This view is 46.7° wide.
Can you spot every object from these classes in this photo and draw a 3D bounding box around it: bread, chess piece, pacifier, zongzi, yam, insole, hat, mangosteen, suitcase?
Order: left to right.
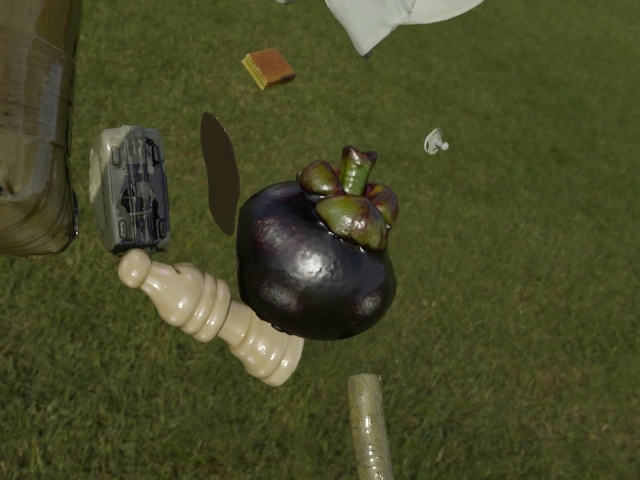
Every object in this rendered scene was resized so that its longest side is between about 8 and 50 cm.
[{"bbox_3d":[-0.513,-0.218,0.875,0.467,0.218,0.499,-3,75,8],"label":"zongzi"},{"bbox_3d":[-0.518,-0.125,1.973,0.194,0.351,0.339,-5,6,-22],"label":"suitcase"},{"bbox_3d":[-0.179,0.109,1.170,0.307,0.124,0.138,31,58,-24],"label":"chess piece"},{"bbox_3d":[-0.176,-0.104,1.306,0.007,0.327,0.111,-32,67,-23],"label":"insole"},{"bbox_3d":[-0.116,-0.391,1.690,0.094,0.035,0.090,-26,78,-39],"label":"bread"},{"bbox_3d":[-0.005,0.002,1.077,0.233,0.287,0.287,2,31,9],"label":"mangosteen"},{"bbox_3d":[0.110,0.457,1.503,0.083,0.083,0.371,1,73,-30],"label":"yam"},{"bbox_3d":[0.071,-0.359,0.905,0.302,0.168,0.258,-19,38,-18],"label":"hat"},{"bbox_3d":[0.331,-0.274,2.099,0.064,0.083,0.068,31,55,34],"label":"pacifier"}]
